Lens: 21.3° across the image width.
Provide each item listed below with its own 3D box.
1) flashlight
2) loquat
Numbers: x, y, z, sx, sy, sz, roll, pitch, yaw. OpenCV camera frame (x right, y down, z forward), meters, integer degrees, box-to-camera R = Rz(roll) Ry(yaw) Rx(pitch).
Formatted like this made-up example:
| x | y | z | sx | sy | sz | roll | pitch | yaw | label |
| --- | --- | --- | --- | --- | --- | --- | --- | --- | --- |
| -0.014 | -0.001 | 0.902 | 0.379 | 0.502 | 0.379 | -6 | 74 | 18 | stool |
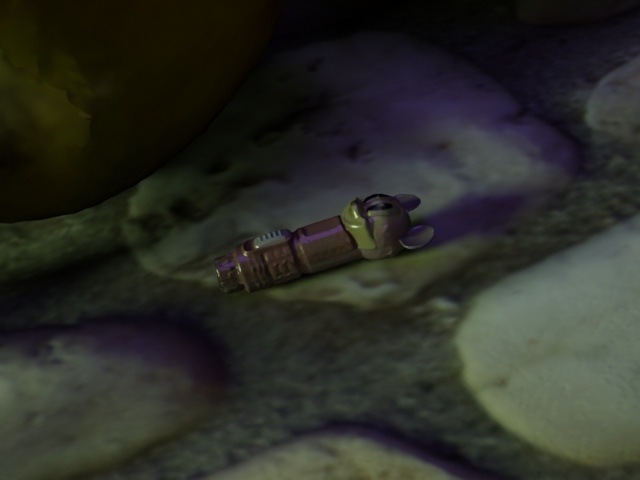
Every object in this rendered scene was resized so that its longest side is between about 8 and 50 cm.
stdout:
| x | y | z | sx | sy | sz | roll | pitch | yaw | label |
| --- | --- | --- | --- | --- | --- | --- | --- | --- | --- |
| 0.000 | 0.000 | 0.852 | 0.110 | 0.031 | 0.052 | -17 | 33 | -1 | flashlight |
| -0.156 | -0.140 | 0.935 | 0.276 | 0.276 | 0.284 | 0 | 45 | 24 | loquat |
